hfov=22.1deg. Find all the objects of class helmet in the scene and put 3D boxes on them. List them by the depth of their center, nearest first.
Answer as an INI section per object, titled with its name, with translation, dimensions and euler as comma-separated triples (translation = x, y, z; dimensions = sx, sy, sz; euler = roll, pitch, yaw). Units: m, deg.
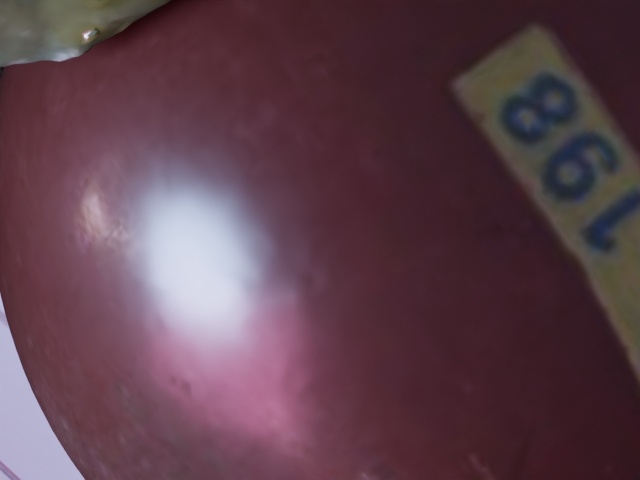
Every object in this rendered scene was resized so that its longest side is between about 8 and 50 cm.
[helmet]
translation = 0.000, 0.000, 0.592
dimensions = 0.337, 0.230, 0.385
euler = -4, 120, 57

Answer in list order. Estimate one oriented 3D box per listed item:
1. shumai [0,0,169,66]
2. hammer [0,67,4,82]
[shumai]
translation = -0.115, -0.244, 0.486
dimensions = 0.288, 0.292, 0.330
euler = -111, 20, -51
[hammer]
translation = -0.145, -0.045, 0.867
dimensions = 0.440, 0.044, 0.168
euler = 45, -165, 0
